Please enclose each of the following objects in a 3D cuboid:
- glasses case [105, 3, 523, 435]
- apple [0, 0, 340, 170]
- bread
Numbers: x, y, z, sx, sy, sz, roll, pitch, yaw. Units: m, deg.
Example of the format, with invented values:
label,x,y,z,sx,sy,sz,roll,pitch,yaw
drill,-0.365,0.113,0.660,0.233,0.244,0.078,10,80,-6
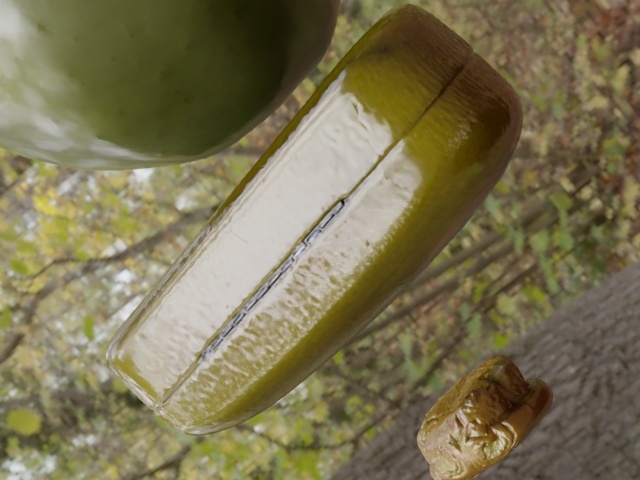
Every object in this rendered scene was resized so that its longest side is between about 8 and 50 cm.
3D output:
label,x,y,z,sx,sy,sz,roll,pitch,yaw
glasses case,0.000,0.000,0.841,0.141,0.371,0.173,41,-148,-3
apple,-0.156,-0.218,0.860,0.357,0.357,0.357,52,-176,-5
bread,0.091,0.101,0.651,0.046,0.083,0.081,49,-168,3
